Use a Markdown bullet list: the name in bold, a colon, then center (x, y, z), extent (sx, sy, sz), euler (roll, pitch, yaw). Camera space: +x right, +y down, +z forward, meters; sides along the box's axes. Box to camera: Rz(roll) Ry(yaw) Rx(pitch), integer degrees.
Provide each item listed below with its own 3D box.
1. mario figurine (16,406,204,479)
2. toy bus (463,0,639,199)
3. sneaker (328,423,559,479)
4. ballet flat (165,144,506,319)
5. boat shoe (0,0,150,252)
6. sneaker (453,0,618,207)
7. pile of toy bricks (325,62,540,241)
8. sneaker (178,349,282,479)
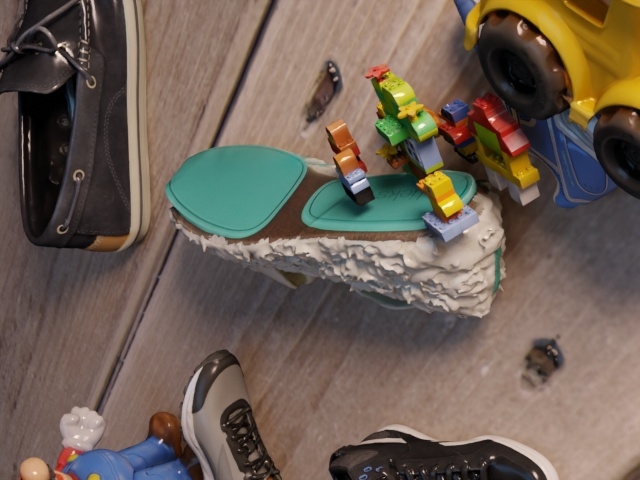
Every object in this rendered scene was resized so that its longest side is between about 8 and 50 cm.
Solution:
- **mario figurine**: center (-0.288, 0.292, 1.064), extent (0.198, 0.321, 0.170), euler (-23, 84, 47)
- **toy bus**: center (0.199, -0.153, 0.490), extent (0.220, 0.149, 0.211), euler (46, 165, 27)
- **sneaker**: center (0.097, 0.228, 0.783), extent (0.217, 0.121, 0.079), euler (-4, 98, 47)
- **ballet flat**: center (0.000, 0.000, 0.828), extent (0.409, 0.147, 0.146), euler (12, 109, 45)
- **boat shoe**: center (-0.326, -0.222, 1.092), extent (0.187, 0.156, 0.500), euler (9, 106, 47)
- **sneaker**: center (0.158, -0.117, 0.654), extent (0.081, 0.080, 0.211), euler (-48, 65, 41)
- **pile of toy bricks**: center (0.068, -0.090, 0.680), extent (0.105, 0.118, 0.212), euler (64, 171, -32)
- **sneaker**: center (-0.095, 0.259, 1.029), extent (0.108, 0.100, 0.271), euler (2, 106, 32)
